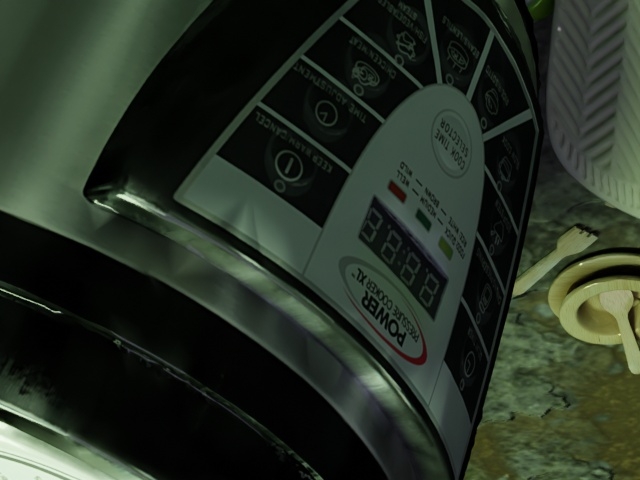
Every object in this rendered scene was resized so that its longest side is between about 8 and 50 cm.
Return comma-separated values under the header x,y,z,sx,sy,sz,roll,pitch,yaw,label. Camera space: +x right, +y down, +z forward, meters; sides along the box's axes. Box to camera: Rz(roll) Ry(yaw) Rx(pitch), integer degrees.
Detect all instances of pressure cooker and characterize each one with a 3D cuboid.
x,y,z,sx,sy,sz,roll,pitch,yaw,label
-0.114,0.035,0.713,0.370,0.420,0.375,18,146,5,pressure cooker

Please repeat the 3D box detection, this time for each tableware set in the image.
x,y,z,sx,sy,sz,roll,pitch,yaw,label
0.222,0.018,1.049,0.128,0.039,0.194,19,139,-23,tableware set

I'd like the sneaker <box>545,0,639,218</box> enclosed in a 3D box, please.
x,y,z,sx,sy,sz,roll,pitch,yaw,label
0.196,-0.180,0.743,0.148,0.131,0.350,-24,137,-33,sneaker

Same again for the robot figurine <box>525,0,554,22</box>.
x,y,z,sx,sy,sz,roll,pitch,yaw,label
0.081,-0.149,0.807,0.101,0.067,0.115,-38,130,23,robot figurine
